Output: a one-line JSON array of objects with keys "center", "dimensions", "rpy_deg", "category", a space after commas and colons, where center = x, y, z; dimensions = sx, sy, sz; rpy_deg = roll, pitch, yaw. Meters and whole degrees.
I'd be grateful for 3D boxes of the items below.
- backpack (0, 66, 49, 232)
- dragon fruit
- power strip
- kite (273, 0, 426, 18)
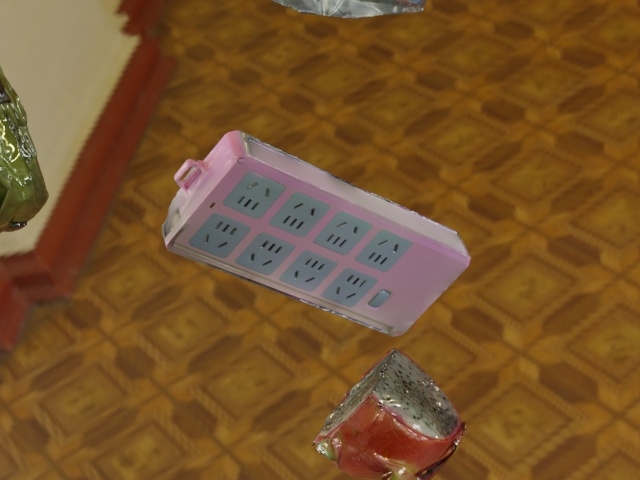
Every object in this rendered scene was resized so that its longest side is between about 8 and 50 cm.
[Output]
[{"center": [-0.402, -0.113, 1.487], "dimensions": [0.140, 0.253, 0.207], "rpy_deg": [-35, 13, -38], "category": "backpack"}, {"center": [0.036, 0.098, 0.705], "dimensions": [0.056, 0.060, 0.083], "rpy_deg": [-50, 2, 15], "category": "dragon fruit"}, {"center": [0.000, 0.000, 1.142], "dimensions": [0.109, 0.279, 0.037], "rpy_deg": [-48, 39, 25], "category": "power strip"}, {"center": [0.018, -0.294, 0.929], "dimensions": [0.152, 0.285, 0.015], "rpy_deg": [3, 5, -23], "category": "kite"}]
